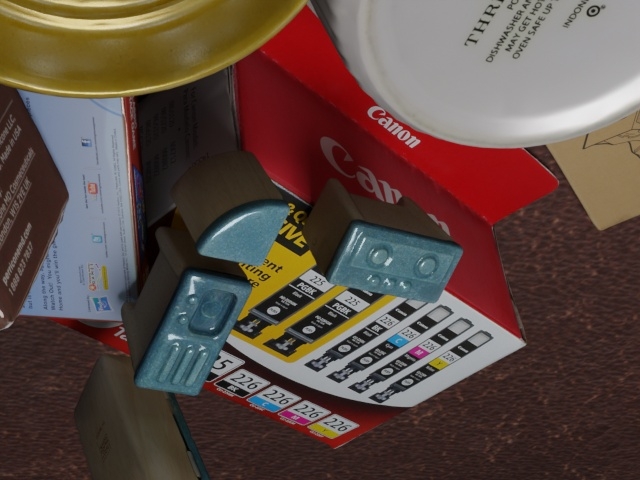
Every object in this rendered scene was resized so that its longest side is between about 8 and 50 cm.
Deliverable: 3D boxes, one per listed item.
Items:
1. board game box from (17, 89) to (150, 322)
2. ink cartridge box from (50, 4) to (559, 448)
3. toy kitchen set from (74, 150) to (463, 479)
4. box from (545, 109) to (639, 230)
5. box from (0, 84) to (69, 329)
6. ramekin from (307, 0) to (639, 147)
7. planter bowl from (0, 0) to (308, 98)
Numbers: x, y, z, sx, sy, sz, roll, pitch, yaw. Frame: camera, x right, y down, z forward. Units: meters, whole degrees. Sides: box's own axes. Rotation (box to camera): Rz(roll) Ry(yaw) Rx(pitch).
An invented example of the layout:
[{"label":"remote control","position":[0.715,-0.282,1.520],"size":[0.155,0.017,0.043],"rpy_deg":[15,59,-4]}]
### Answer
[{"label":"board game box","position":[-0.179,-0.082,0.640],"size":[0.145,0.027,0.281],"rpy_deg":[3,117,5]},{"label":"ink cartridge box","position":[0.000,0.000,0.805],"size":[0.272,0.130,0.309],"rpy_deg":[-34,134,28]},{"label":"toy kitchen set","position":[-0.025,0.073,0.657],"size":[0.166,0.122,0.207],"rpy_deg":[13,117,-31]},{"label":"box","position":[0.249,-0.094,0.817],"size":[0.164,0.021,0.201],"rpy_deg":[-23,140,19]},{"label":"box","position":[-0.289,-0.119,0.513],"size":[0.191,0.143,0.381],"rpy_deg":[-14,121,11]},{"label":"ramekin","position":[0.113,-0.169,0.601],"size":[0.272,0.127,0.273],"rpy_deg":[-8,140,-6]},{"label":"planter bowl","position":[-0.100,-0.173,0.504],"size":[0.217,0.090,0.217],"rpy_deg":[-11,144,-8]}]
